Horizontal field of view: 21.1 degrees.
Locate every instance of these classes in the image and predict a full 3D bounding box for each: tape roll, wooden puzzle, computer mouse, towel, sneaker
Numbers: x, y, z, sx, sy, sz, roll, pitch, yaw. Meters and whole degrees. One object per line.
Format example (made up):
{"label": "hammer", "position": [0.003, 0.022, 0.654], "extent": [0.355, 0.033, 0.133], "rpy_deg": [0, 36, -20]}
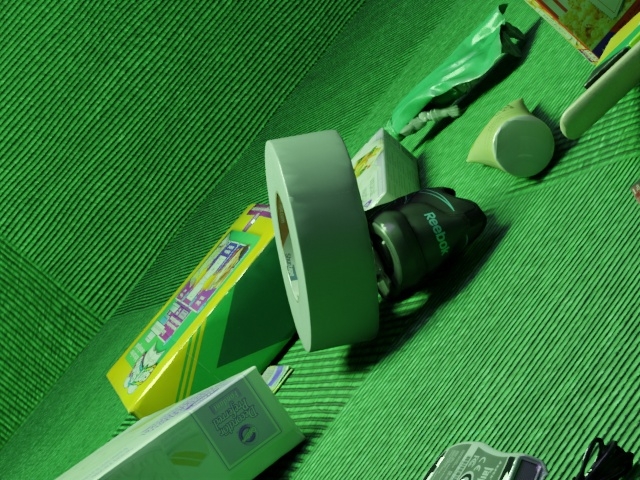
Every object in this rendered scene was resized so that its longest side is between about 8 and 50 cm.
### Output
{"label": "tape roll", "position": [0.000, 0.000, 1.737], "extent": [0.072, 0.219, 0.219], "rpy_deg": [-11, 7, -8]}
{"label": "wooden puzzle", "position": [0.307, -0.197, 1.501], "extent": [0.221, 0.044, 0.239], "rpy_deg": [-45, -2, 28]}
{"label": "computer mouse", "position": [0.122, 0.168, 1.101], "extent": [0.106, 0.042, 0.193], "rpy_deg": [-56, 17, -13]}
{"label": "towel", "position": [-0.061, 0.166, 1.961], "extent": [0.060, 0.009, 0.083], "rpy_deg": [-50, 10, -13]}
{"label": "sneaker", "position": [0.097, 0.001, 1.742], "extent": [0.106, 0.101, 0.267], "rpy_deg": [-25, 5, -7]}

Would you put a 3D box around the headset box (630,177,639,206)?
{"label": "headset box", "position": [0.268, -0.045, 1.280], "extent": [0.083, 0.032, 0.062], "rpy_deg": [-48, 10, 13]}

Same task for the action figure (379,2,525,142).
{"label": "action figure", "position": [0.160, -0.193, 2.194], "extent": [0.232, 0.063, 0.137], "rpy_deg": [-38, 16, 31]}

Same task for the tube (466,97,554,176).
{"label": "tube", "position": [0.191, -0.106, 1.770], "extent": [0.070, 0.062, 0.240], "rpy_deg": [-8, 8, 1]}

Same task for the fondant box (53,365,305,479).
{"label": "fondant box", "position": [-0.190, 0.254, 1.762], "extent": [0.238, 0.096, 0.330], "rpy_deg": [-34, 3, -29]}

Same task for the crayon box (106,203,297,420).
{"label": "crayon box", "position": [-0.125, 0.105, 2.186], "extent": [0.313, 0.106, 0.363], "rpy_deg": [-51, 10, -5]}

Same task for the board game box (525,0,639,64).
{"label": "board game box", "position": [0.265, -0.298, 1.770], "extent": [0.146, 0.193, 0.045], "rpy_deg": [-50, 10, -2]}

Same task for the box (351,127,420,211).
{"label": "box", "position": [0.077, -0.058, 2.044], "extent": [0.063, 0.067, 0.324], "rpy_deg": [-47, 11, 13]}
